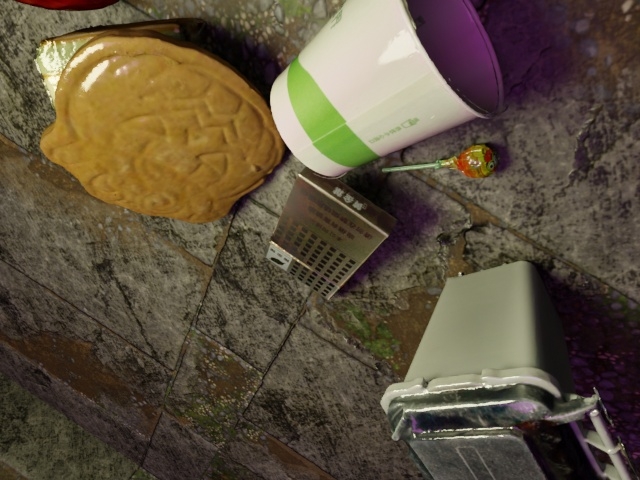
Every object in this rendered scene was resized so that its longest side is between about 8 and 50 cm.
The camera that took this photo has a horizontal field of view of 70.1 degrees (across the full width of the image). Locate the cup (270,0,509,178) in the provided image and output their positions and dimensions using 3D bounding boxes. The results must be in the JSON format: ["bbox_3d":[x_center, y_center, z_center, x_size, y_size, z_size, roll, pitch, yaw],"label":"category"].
[{"bbox_3d":[0.080,-0.229,0.649,0.274,0.253,0.253,-24,108,41],"label":"cup"}]

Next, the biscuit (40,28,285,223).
[{"bbox_3d":[-0.260,-0.167,0.797,0.385,0.062,0.365,22,131,-41],"label":"biscuit"}]

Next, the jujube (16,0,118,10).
[{"bbox_3d":[-0.472,-0.503,0.747,0.318,0.223,0.223,23,127,5],"label":"jujube"}]

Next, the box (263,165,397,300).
[{"bbox_3d":[0.001,0.001,0.871,0.180,0.047,0.325,34,148,1],"label":"box"}]

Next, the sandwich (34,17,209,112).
[{"bbox_3d":[-0.312,-0.290,0.787,0.198,0.227,0.155,7,123,21],"label":"sandwich"}]

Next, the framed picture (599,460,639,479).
[{"bbox_3d":[0.514,0.555,1.066,0.335,0.022,0.247,17,126,14],"label":"framed picture"}]

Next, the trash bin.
[{"bbox_3d":[0.302,0.210,0.731,0.296,0.368,0.256,-22,110,35],"label":"trash bin"}]

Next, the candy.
[{"bbox_3d":[0.197,-0.128,0.775,0.201,0.060,0.060,0,120,32],"label":"candy"}]
